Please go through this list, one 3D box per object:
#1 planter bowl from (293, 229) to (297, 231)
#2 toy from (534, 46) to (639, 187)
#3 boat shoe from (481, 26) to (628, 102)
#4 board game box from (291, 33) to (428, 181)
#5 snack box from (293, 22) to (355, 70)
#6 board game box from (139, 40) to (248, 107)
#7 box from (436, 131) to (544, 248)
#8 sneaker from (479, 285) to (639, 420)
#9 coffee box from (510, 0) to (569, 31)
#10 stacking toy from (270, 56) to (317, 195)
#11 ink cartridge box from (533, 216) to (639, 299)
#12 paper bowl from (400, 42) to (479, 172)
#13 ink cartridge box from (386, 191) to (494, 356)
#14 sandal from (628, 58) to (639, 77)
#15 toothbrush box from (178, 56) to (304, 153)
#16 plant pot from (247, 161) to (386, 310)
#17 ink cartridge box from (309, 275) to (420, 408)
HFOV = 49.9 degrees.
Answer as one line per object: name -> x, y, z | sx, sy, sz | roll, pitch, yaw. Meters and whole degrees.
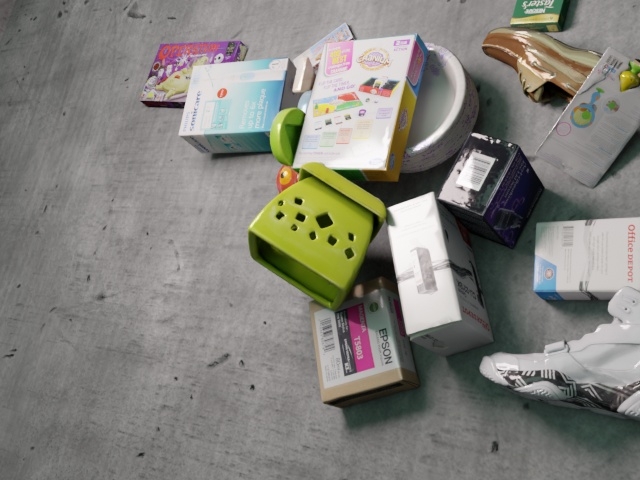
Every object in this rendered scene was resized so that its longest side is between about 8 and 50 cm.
planter bowl -> 0.000, 0.000, 1.583 | 0.109, 0.162, 0.162 | 35, 92, 13
toy -> 0.540, -0.238, 1.333 | 0.137, 0.056, 0.237 | 30, 116, -1
boat shoe -> 0.471, -0.351, 1.435 | 0.324, 0.122, 0.120 | 33, 97, 36
board game box -> 0.086, -0.289, 1.505 | 0.242, 0.064, 0.316 | 6, 75, 34
snack box -> 0.009, -0.511, 1.854 | 0.178, 0.022, 0.064 | -31, 56, 19
board game box -> -0.392, -0.504, 2.094 | 0.347, 0.056, 0.208 | 9, 72, 35
box -> 0.340, -0.095, 1.358 | 0.108, 0.207, 0.153 | 26, 87, 37
sneaker -> 0.475, 0.191, 1.206 | 0.366, 0.137, 0.210 | 6, 74, 29
coffee box -> 0.504, -0.556, 1.544 | 0.113, 0.040, 0.184 | 11, 77, 35
stacking toy -> -0.055, -0.260, 1.638 | 0.130, 0.279, 0.309 | 5, 70, 32
ink cartridge box -> 0.503, 0.037, 1.279 | 0.191, 0.082, 0.139 | -2, 70, 31
paper bowl -> 0.216, -0.287, 1.552 | 0.284, 0.148, 0.284 | -12, 65, 28
ink cartridge box -> 0.235, 0.072, 1.363 | 0.114, 0.197, 0.272 | -19, 62, 25
sandal -> 0.674, -0.259, 1.310 | 0.240, 0.088, 0.079 | 54, 135, 42
toothbrush box -> -0.207, -0.357, 1.840 | 0.296, 0.126, 0.216 | 2, 73, 25
plant pot -> 0.000, -0.015, 1.403 | 0.228, 0.227, 0.207 | 32, 75, 5
ink cartridge box -> 0.088, 0.218, 1.468 | 0.193, 0.088, 0.234 | -23, 59, 24
